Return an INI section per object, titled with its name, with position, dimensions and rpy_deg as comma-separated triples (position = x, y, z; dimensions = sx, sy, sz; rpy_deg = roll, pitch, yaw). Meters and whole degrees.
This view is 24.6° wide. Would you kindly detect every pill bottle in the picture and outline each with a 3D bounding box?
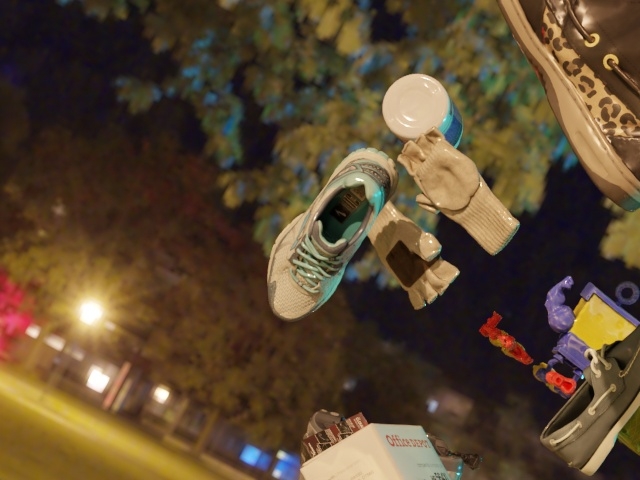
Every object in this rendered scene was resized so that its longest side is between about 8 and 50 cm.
[pill bottle]
position = 0.172, -0.193, 2.378
dimensions = 0.108, 0.108, 0.193
rpy_deg = 24, -3, 18

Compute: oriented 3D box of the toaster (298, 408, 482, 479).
[toaster]
position = 0.074, 0.307, 1.816
dimensions = 0.227, 0.146, 0.129
rpy_deg = 14, 7, -17

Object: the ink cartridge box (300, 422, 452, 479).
[ink cartridge box]
position = 0.086, 0.271, 1.331
dimensions = 0.203, 0.086, 0.148
rpy_deg = 60, 15, 18

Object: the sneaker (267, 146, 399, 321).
[sneaker]
position = 0.000, 0.000, 2.034
dimensions = 0.110, 0.283, 0.122
rpy_deg = 31, 21, 0

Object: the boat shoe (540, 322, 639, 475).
[boat shoe]
position = 0.423, 0.208, 2.161
dimensions = 0.099, 0.319, 0.116
rpy_deg = 26, 32, 6

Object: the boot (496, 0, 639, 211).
[boot]
position = 0.344, -0.252, 1.511
dimensions = 0.138, 0.284, 0.377
rpy_deg = 17, 48, -54

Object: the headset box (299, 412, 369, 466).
[headset box]
position = 0.021, 0.227, 1.618
dimensions = 0.032, 0.083, 0.062
rpy_deg = 59, -19, 27

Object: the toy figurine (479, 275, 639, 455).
[toy figurine]
position = 0.464, 0.172, 2.357
dimensions = 0.362, 0.217, 0.191
rpy_deg = 38, -2, -1

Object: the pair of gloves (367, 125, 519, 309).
[pair of gloves]
position = 0.154, -0.032, 2.123
dimensions = 0.204, 0.042, 0.240
rpy_deg = 54, -49, 8
